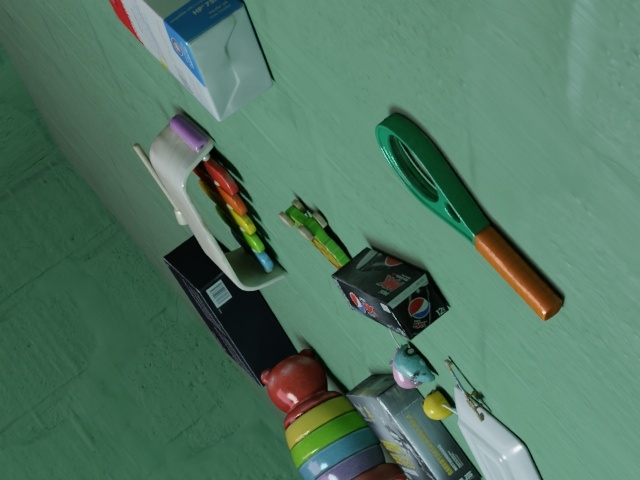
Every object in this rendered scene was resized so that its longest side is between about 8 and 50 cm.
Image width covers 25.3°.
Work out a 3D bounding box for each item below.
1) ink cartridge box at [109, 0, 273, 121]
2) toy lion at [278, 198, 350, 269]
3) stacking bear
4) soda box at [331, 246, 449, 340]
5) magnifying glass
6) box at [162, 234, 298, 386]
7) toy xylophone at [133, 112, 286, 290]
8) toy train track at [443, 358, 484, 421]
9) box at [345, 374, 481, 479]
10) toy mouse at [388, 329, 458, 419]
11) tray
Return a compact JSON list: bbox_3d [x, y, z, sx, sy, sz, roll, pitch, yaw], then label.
[{"bbox_3d":[-0.159,-0.250,1.558,0.231,0.078,0.134,46,166,34],"label":"ink cartridge box"},{"bbox_3d":[0.000,0.000,1.814,0.096,0.034,0.100,51,172,-30],"label":"toy lion"},{"bbox_3d":[0.006,0.333,2.513,0.289,0.175,0.164,58,173,17],"label":"stacking bear"},{"bbox_3d":[0.075,0.057,1.587,0.053,0.060,0.169,56,168,-20],"label":"soda box"},{"bbox_3d":[0.126,-0.022,1.237,0.231,0.026,0.092,51,169,22],"label":"magnifying glass"},{"bbox_3d":[-0.171,0.129,2.730,0.184,0.103,0.261,32,157,54],"label":"box"},{"bbox_3d":[-0.178,-0.062,2.216,0.236,0.081,0.322,44,166,39],"label":"toy xylophone"},{"bbox_3d":[0.172,0.174,1.675,0.083,0.014,0.048,58,177,5],"label":"toy train track"},{"bbox_3d":[0.130,0.282,2.067,0.183,0.056,0.231,53,169,-3],"label":"box"},{"bbox_3d":[0.115,0.171,1.839,0.143,0.031,0.161,56,171,-6],"label":"toy mouse"},{"bbox_3d":[0.238,0.305,1.758,0.145,0.030,0.270,38,162,51],"label":"tray"}]
